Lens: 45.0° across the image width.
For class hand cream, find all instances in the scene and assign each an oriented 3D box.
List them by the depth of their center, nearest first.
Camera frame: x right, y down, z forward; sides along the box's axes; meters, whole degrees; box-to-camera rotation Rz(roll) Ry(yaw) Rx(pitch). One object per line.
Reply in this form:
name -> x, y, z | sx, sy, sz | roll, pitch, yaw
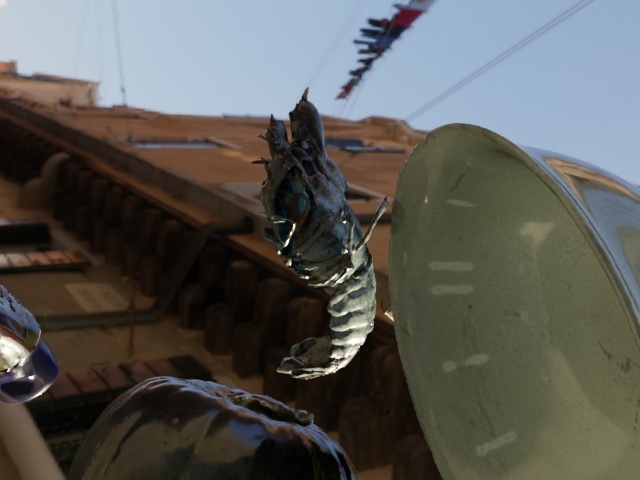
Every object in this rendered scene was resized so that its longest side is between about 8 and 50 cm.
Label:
hand cream -> -0.175, 0.014, 0.354 | 0.062, 0.039, 0.163 | 42, -19, 48

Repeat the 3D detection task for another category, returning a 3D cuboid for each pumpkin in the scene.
pumpkin -> -0.112, 0.281, 0.831 | 0.323, 0.323, 0.241 | 5, -102, 56

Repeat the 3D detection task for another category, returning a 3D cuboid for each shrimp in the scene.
shrimp -> 0.005, 0.001, 0.452 | 0.082, 0.076, 0.174 | -68, 154, -62

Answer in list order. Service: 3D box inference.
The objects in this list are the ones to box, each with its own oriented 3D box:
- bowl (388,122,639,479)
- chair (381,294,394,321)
bowl -> 0.233, 0.094, 0.680 | 0.435, 0.196, 0.434 | 166, -90, -74
chair -> 0.241, 0.150, 1.003 | 0.183, 0.326, 0.175 | -35, -135, 11
